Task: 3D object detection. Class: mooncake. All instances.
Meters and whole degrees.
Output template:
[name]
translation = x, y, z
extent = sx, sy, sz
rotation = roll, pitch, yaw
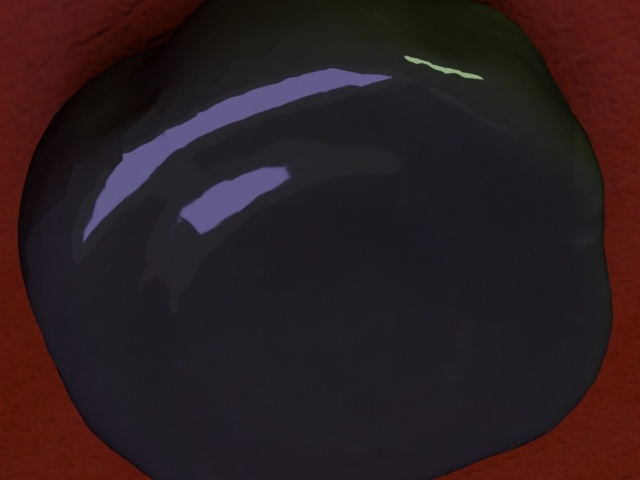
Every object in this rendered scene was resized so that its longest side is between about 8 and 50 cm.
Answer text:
[mooncake]
translation = 0.000, 0.000, 0.576
extent = 0.275, 0.135, 0.275
rotation = -2, 124, -2
